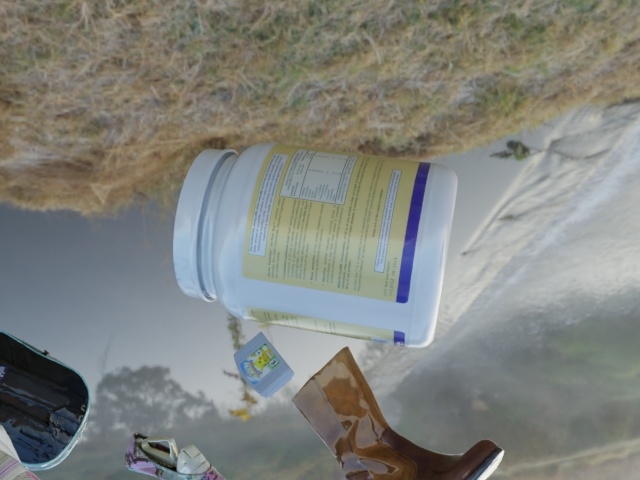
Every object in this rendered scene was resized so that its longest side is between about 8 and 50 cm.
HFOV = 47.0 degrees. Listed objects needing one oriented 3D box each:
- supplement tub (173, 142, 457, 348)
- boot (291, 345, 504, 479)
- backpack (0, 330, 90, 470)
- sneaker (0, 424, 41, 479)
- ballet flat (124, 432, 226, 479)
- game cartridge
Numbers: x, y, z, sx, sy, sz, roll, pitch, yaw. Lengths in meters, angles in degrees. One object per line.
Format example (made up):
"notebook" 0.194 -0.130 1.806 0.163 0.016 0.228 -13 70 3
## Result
"supplement tub" 0.000 0.000 0.968 0.331 0.241 0.241 9 160 10
"boot" 0.111 0.286 1.132 0.096 0.280 0.264 -3 145 -50
"backpack" -0.429 0.242 1.061 0.188 0.166 0.144 22 149 0
"sneaker" -0.174 0.214 0.451 0.103 0.111 0.252 -41 133 -16
"ballet flat" -0.262 0.397 1.321 0.221 0.079 0.077 10 -169 27
"game cartridge" -0.076 0.161 0.944 0.056 0.083 0.017 -43 141 -4
